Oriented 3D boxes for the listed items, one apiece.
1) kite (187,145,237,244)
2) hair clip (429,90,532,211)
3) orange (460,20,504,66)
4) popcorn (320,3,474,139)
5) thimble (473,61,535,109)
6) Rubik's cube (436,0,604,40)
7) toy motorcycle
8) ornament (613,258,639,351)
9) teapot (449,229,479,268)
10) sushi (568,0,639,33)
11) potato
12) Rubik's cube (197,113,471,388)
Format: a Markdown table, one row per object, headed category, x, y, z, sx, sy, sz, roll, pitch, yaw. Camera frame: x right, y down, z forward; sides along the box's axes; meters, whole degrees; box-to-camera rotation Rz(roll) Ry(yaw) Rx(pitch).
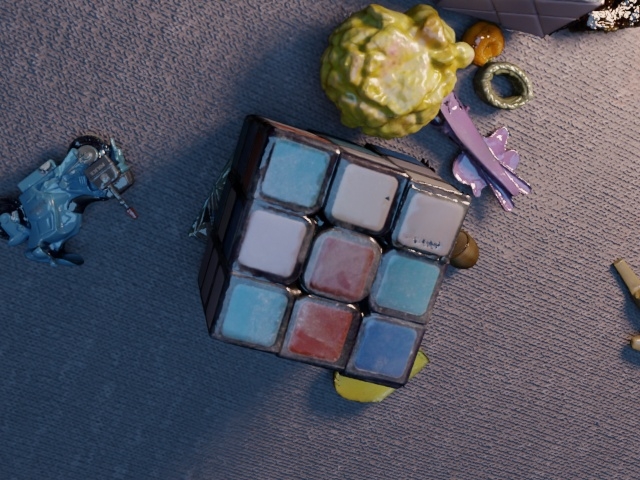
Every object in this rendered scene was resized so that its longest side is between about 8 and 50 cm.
| category | x | y | z | sx | sy | sz | roll | pitch | yaw |
| --- | --- | --- | --- | --- | --- | --- | --- | --- | --- |
| kite | -0.099 | -0.056 | 1.582 | 0.314 | 0.011 | 0.335 | -18 | 107 | -5 |
| hair clip | 0.294 | -0.182 | 1.575 | 0.137 | 0.090 | 0.278 | -45 | 114 | -9 |
| orange | 0.293 | -0.364 | 1.533 | 0.086 | 0.062 | 0.086 | -20 | 131 | -25 |
| popcorn | 0.121 | -0.299 | 1.449 | 0.259 | 0.212 | 0.259 | -6 | 108 | -18 |
| thimble | 0.343 | -0.288 | 1.560 | 0.110 | 0.062 | 0.084 | 19 | 100 | -12 |
| Rubik's cube | 0.345 | -0.495 | 1.401 | 0.231 | 0.221 | 0.225 | 13 | 88 | -10 |
| toy motorcycle | -0.442 | -0.058 | 1.476 | 0.272 | 0.123 | 0.182 | -38 | 96 | 3 |
| ornament | 0.708 | 0.114 | 1.719 | 0.230 | 0.061 | 0.245 | -36 | 103 | 4 |
| teapot | 0.253 | 0.019 | 1.638 | 0.110 | 0.085 | 0.080 | -23 | 134 | 27 |
| sushi | 0.527 | -0.425 | 1.539 | 0.150 | 0.090 | 0.078 | -10 | 109 | -7 |
| potato | 0.116 | 0.254 | 1.673 | 0.197 | 0.054 | 0.119 | -24 | 106 | -6 |
| Rubik's cube | 0.000 | 0.000 | 1.426 | 0.358 | 0.362 | 0.363 | 17 | 102 | -16 |
